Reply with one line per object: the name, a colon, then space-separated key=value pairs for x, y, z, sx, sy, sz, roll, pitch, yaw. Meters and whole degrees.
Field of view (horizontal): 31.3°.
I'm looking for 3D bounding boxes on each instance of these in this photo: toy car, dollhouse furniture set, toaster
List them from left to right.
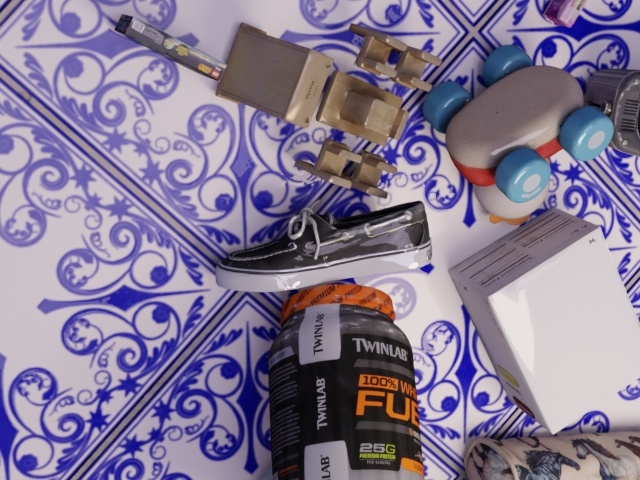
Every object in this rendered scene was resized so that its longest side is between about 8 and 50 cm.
dollhouse furniture set: x=0.006 y=-0.200 z=1.583 sx=0.242 sy=0.161 sz=0.212 roll=15 pitch=99 yaw=-44
toy car: x=0.294 y=-0.119 z=1.673 sx=0.210 sy=0.219 sz=0.238 roll=-33 pitch=140 yaw=-9
toaster: x=0.504 y=-0.192 z=1.721 sx=0.227 sy=0.146 sz=0.129 roll=4 pitch=102 yaw=-17

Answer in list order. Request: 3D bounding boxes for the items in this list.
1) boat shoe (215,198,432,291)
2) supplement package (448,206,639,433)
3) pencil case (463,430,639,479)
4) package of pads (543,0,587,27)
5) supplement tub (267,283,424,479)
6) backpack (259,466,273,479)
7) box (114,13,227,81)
boat shoe: x=0.000 y=0.001 z=1.596 sx=0.306 sy=0.113 sz=0.104 roll=-7 pitch=105 yaw=5
supplement package: x=0.356 y=0.120 z=1.752 sx=0.204 sy=0.145 sz=0.261 roll=-31 pitch=110 yaw=-9
pencil case: x=0.442 y=0.394 z=1.828 sx=0.410 sy=0.183 sz=0.159 roll=2 pitch=119 yaw=-20
package of pads: x=0.369 y=-0.358 z=1.688 sx=0.032 sy=0.050 sz=0.083 roll=30 pitch=92 yaw=-28
supplement tub: x=0.033 y=0.244 z=1.571 sx=0.207 sy=0.207 sz=0.338 roll=6 pitch=63 yaw=-20
backpack: x=0.001 y=0.402 z=1.704 sx=0.188 sy=0.144 sz=0.165 roll=-10 pitch=112 yaw=-12
box: x=-0.197 y=-0.253 z=1.499 sx=0.137 sy=0.094 sz=0.027 roll=25 pitch=94 yaw=-22
